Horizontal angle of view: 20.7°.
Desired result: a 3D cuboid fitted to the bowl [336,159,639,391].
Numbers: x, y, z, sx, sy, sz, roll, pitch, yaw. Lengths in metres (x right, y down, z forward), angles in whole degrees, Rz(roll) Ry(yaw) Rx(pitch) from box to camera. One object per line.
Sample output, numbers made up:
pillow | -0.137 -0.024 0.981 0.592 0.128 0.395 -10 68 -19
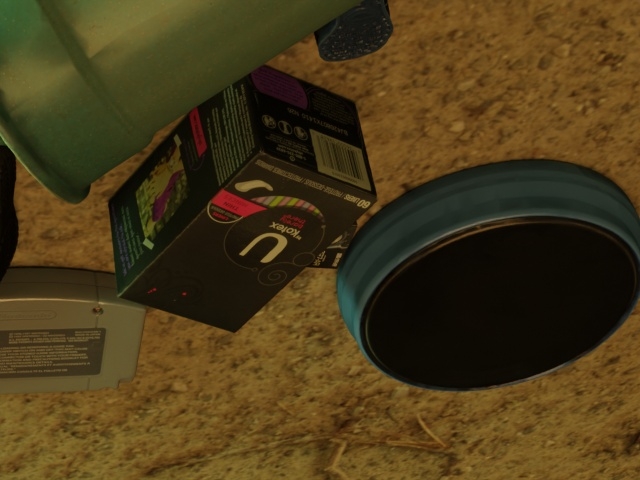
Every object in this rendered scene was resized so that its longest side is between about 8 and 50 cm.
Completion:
bowl | 0.217 0.057 2.166 0.391 0.077 0.391 -8 142 -6

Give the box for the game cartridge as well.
game cartridge | -0.361 0.111 2.095 0.294 0.060 0.196 -1 144 -15

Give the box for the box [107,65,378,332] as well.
box | -0.090 -0.042 1.902 0.165 0.143 0.270 20 133 -33

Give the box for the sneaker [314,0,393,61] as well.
sneaker | 0.026 -0.255 1.729 0.081 0.090 0.232 -11 163 -4

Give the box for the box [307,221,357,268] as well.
box | 0.000 0.000 2.080 0.067 0.018 0.083 4 139 -19

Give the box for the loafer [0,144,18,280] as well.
loafer | -0.378 -0.023 1.915 0.078 0.080 0.220 14 130 3

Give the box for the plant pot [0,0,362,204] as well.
plant pot | -0.144 -0.254 1.498 0.334 0.341 0.341 -26 141 5
